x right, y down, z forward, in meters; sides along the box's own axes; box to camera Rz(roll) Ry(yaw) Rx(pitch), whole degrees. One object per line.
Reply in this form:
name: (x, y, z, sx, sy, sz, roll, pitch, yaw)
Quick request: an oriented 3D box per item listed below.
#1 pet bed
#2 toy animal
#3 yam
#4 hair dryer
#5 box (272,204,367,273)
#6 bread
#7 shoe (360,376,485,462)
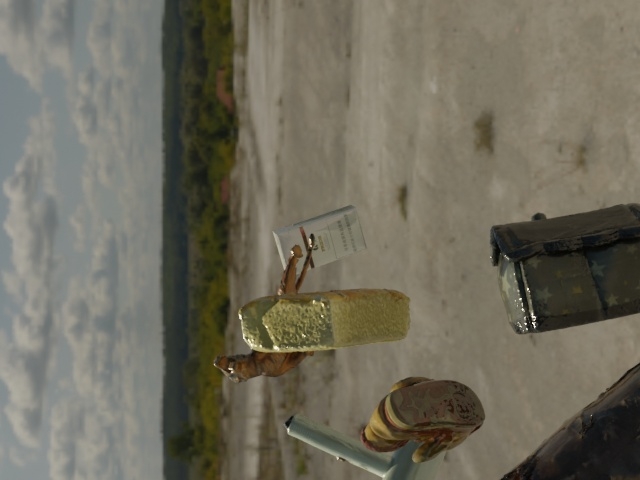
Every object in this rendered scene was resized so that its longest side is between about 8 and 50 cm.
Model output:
pet bed: (0.342, 0.030, 1.212, 0.183, 0.211, 0.159, 43, -145, -82)
toy animal: (-0.048, 0.107, 1.380, 0.116, 0.114, 0.255, -30, 29, 57)
yam: (0.228, 0.190, 0.714, 0.131, 0.280, 0.131, 48, -175, -5)
hair dryer: (0.058, 0.301, 1.331, 0.073, 0.236, 0.131, 74, -142, -65)
box: (0.000, 0.000, 1.640, 0.040, 0.154, 0.084, -140, 33, -69)
bread: (0.011, 0.091, 1.061, 0.188, 0.125, 0.068, 3, -99, -56)
shoe: (0.085, 0.150, 0.776, 0.069, 0.109, 0.072, -48, 67, 36)
